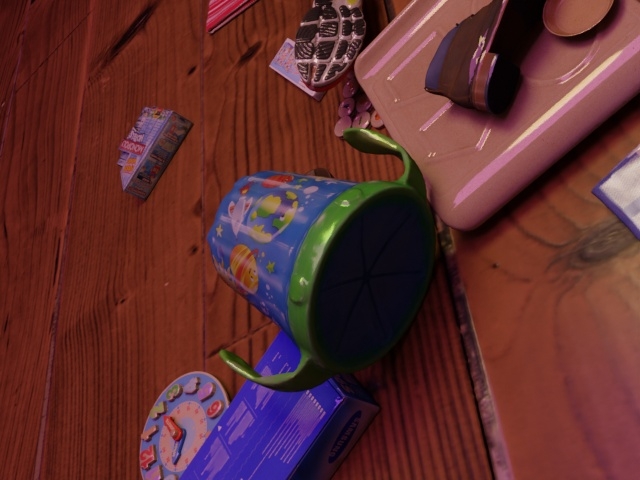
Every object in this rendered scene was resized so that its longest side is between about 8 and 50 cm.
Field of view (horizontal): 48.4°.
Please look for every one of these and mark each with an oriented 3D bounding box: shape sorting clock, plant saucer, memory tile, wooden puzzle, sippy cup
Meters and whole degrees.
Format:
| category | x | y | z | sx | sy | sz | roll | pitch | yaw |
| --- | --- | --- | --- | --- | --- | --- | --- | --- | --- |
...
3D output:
| category | x | y | z | sx | sy | sz | roll | pitch | yaw |
| --- | --- | --- | --- | --- | --- | --- | --- | --- | --- |
| shape sorting clock | -0.217 | 0.306 | 1.118 | 0.206 | 0.040 | 0.206 | -23 | 54 | 36 |
| plant saucer | 0.296 | -0.267 | 0.811 | 0.083 | 0.015 | 0.083 | -19 | 60 | 36 |
| memory tile | 0.074 | -0.236 | 1.132 | 0.113 | 0.012 | 0.148 | -8 | 64 | 44 |
| wooden puzzle | 0.228 | -0.223 | 0.924 | 0.322 | 0.080 | 0.348 | -43 | 49 | 22 |
| sippy cup | -0.013 | 0.016 | 0.891 | 0.224 | 0.240 | 0.305 | 22 | 44 | 39 |

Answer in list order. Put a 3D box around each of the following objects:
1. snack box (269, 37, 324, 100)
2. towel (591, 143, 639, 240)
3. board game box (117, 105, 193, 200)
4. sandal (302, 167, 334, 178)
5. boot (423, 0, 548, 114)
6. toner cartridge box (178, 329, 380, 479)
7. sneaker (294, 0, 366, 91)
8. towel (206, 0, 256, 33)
| category | x | y | z | sx | sy | sz | roll | pitch | yaw |
| --- | --- | --- | --- | --- | --- | --- | --- | --- | --- |
| snack box | -0.032 | -0.309 | 1.274 | 0.064 | 0.022 | 0.178 | -55 | 41 | 9 |
| towel | 0.425 | -0.087 | 0.674 | 0.285 | 0.034 | 0.209 | -46 | 43 | 18 |
| board game box | -0.384 | -0.193 | 1.547 | 0.194 | 0.060 | 0.194 | 20 | 84 | 49 |
| sandal | 0.000 | 0.000 | 1.042 | 0.090 | 0.060 | 0.219 | -14 | 63 | 22 |
| boot | 0.198 | -0.264 | 0.854 | 0.106 | 0.082 | 0.219 | 19 | 88 | 43 |
| toner cartridge box | -0.082 | 0.303 | 0.954 | 0.348 | 0.075 | 0.165 | -56 | 43 | 8 |
| sneaker | 0.029 | -0.326 | 1.149 | 0.107 | 0.118 | 0.279 | 5 | 53 | 11 |
| towel | -0.182 | -0.612 | 1.588 | 0.198 | 0.031 | 0.275 | -23 | 54 | 38 |
